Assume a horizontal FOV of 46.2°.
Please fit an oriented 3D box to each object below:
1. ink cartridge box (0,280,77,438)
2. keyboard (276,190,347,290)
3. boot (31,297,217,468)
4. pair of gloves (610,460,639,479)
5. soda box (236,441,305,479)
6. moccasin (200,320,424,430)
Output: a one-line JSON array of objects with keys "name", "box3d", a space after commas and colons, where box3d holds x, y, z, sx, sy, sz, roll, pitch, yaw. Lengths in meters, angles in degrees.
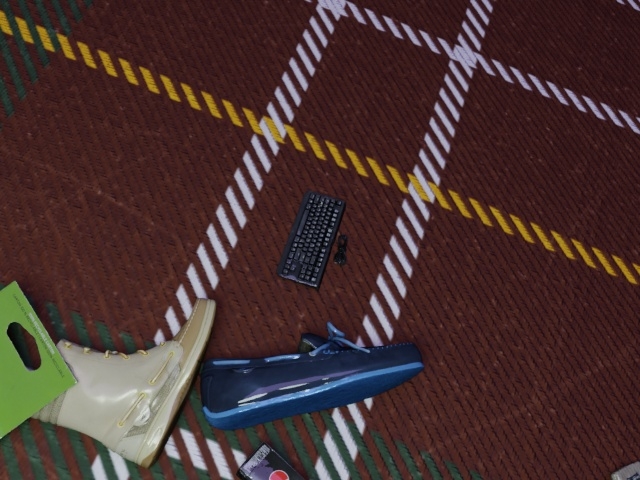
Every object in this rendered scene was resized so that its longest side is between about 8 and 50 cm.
[{"name": "ink cartridge box", "box3d": [-0.490, 0.188, 0.993, 0.255, 0.097, 0.189, -37, 74, -4]}, {"name": "keyboard", "box3d": [0.000, 0.000, 1.294, 0.108, 0.023, 0.180, 20, 61, -2]}, {"name": "boot", "box3d": [-0.280, 0.173, 1.097, 0.203, 0.095, 0.262, 22, 67, 1]}, {"name": "pair of gloves", "box3d": [0.469, 0.460, 1.116, 0.240, 0.042, 0.204, -16, 61, -39]}, {"name": "soda box", "box3d": [-0.041, 0.366, 1.065, 0.169, 0.060, 0.053, 42, 63, 10]}, {"name": "moccasin", "box3d": [-0.012, 0.186, 1.127, 0.341, 0.138, 0.117, -8, 60, -17]}]
